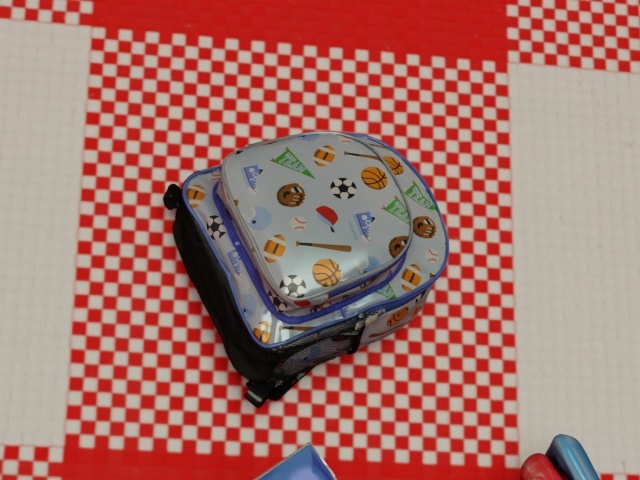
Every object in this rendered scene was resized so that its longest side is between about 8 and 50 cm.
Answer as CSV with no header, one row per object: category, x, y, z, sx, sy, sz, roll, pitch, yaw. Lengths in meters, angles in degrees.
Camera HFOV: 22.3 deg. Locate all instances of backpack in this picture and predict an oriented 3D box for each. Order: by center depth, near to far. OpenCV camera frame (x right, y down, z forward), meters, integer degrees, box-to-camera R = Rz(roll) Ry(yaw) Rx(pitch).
backpack,0.000,0.000,1.753,0.263,0.213,0.276,-17,71,-26

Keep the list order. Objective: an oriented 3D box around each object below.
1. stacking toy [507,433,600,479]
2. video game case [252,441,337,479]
stacking toy,0.165,0.340,1.697,0.302,0.175,0.165,-23,73,-5
video game case,-0.120,0.317,1.590,0.269,0.244,0.061,-32,81,-18
